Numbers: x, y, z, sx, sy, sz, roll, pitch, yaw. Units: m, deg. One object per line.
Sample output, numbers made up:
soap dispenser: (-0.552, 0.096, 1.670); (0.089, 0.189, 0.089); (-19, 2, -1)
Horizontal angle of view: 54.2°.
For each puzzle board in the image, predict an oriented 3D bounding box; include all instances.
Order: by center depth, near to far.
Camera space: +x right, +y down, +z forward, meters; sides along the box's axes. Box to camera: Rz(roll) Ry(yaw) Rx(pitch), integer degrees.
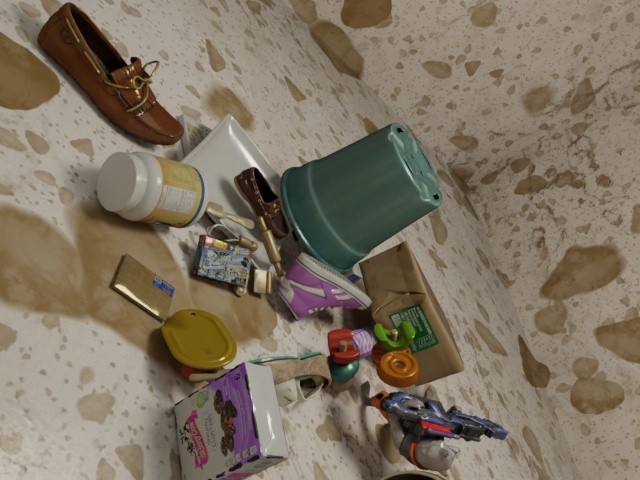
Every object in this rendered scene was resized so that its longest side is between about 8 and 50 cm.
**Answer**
puzzle board: (-0.350, 0.095, 1.246); (0.128, 0.011, 0.096); (42, 28, -27)

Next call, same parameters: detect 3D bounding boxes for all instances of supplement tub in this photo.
supplement tub: (-0.351, -0.107, 1.323); (0.200, 0.144, 0.144); (11, 50, -55)

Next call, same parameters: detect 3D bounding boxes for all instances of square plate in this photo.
square plate: (-0.208, -0.124, 1.646); (0.347, 0.049, 0.344); (52, 32, -19)

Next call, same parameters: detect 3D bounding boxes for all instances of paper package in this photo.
paper package: (0.270, 0.217, 1.866); (0.324, 0.168, 0.309); (59, 10, -30)

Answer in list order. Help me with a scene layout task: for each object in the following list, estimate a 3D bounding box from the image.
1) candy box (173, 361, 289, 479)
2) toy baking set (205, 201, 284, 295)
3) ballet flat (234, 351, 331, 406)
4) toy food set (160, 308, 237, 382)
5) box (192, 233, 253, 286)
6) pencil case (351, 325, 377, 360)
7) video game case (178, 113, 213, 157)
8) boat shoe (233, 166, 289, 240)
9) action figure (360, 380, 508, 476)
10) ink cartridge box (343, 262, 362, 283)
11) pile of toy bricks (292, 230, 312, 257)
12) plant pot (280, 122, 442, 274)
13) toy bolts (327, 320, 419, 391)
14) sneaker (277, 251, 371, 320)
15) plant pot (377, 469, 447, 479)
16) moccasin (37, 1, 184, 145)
candy box: (-0.160, 0.328, 1.085); (0.070, 0.196, 0.164); (24, 41, -46)
toy baking set: (-0.181, 0.018, 1.512); (0.197, 0.030, 0.256); (-16, 89, -48)
ballet flat: (-0.066, 0.308, 1.387); (0.316, 0.108, 0.106); (7, 61, -56)
toy food set: (-0.230, 0.221, 1.198); (0.128, 0.071, 0.218); (-3, 32, -31)
box: (-0.222, 0.048, 1.434); (0.137, 0.027, 0.093); (20, 73, -39)
pencil case: (0.113, 0.288, 1.727); (0.088, 0.086, 0.206); (33, 18, 24)
video game case: (-0.287, -0.218, 1.700); (0.206, 0.026, 0.226); (25, 40, -47)
boat shoe: (-0.139, -0.094, 1.612); (0.207, 0.073, 0.073); (55, 31, -18)
action figure: (0.269, 0.467, 1.542); (0.342, 0.178, 0.330); (20, 9, -11)
ink cartridge box: (0.054, 0.045, 1.900); (0.046, 0.097, 0.207); (27, 38, -45)
pile of toy bricks: (0.000, 0.000, 1.849); (0.118, 0.105, 0.212); (27, 38, -45)
plant pot: (0.126, -0.131, 1.706); (0.341, 0.334, 0.341); (43, 30, -33)
toy bolts: (0.125, 0.322, 1.544); (0.218, 0.229, 0.158); (-103, -167, -56)
sneaker: (0.002, 0.151, 1.638); (0.282, 0.161, 0.102); (31, 5, -36)
plant pot: (0.231, 0.631, 1.400); (0.256, 0.257, 0.274); (65, 11, 19)
moccasin: (-0.460, -0.377, 1.447); (0.380, 0.147, 0.139); (49, 27, -15)
